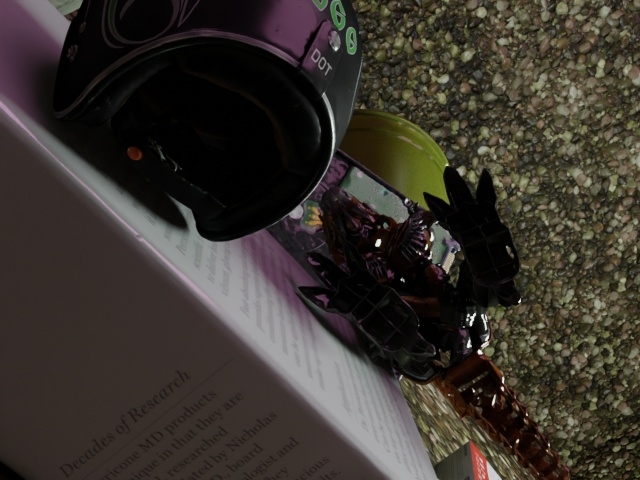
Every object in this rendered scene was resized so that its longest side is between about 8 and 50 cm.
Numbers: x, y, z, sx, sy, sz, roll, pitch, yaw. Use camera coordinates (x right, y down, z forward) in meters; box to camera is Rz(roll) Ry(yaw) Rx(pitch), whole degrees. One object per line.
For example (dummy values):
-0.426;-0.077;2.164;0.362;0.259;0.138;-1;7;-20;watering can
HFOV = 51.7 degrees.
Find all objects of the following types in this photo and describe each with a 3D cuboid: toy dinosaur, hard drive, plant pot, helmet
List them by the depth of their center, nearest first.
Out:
-0.060;-0.100;0.379;0.169;0.169;0.162;44;28;-37;helmet
0.101;0.058;0.583;0.322;0.164;0.218;31;-18;24;toy dinosaur
0.000;0.000;0.855;0.339;0.237;0.064;33;-27;-8;hard drive
0.069;0.008;1.138;0.366;0.366;0.353;47;22;-22;plant pot

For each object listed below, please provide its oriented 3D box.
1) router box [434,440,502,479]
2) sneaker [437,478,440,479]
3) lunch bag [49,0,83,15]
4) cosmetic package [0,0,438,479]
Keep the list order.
0.292;0.490;0.978;0.301;0.082;0.335;51;9;5;router box
0.121;0.323;0.932;0.170;0.068;0.071;59;-8;24;sneaker
-0.321;-0.263;0.464;0.287;0.169;0.235;24;0;19;lunch bag
-0.119;0.050;0.461;0.453;0.161;0.230;48;9;-20;cosmetic package
